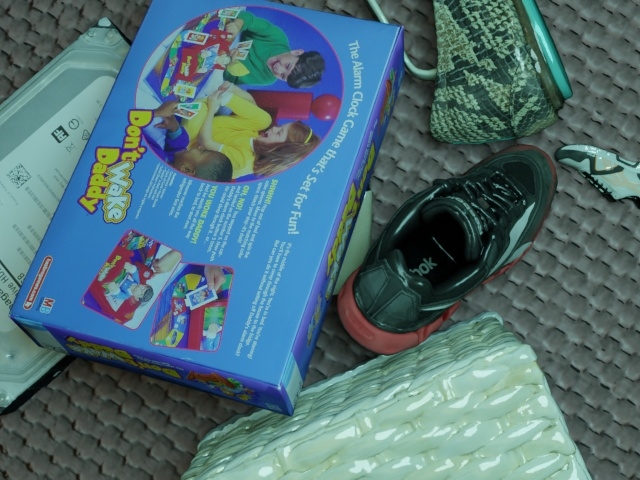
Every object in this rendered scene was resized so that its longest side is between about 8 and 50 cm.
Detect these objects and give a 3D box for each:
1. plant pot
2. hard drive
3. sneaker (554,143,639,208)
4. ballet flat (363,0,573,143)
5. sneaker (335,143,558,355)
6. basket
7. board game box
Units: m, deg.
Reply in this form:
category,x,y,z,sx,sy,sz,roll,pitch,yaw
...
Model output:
category,x,y,z,sx,sy,sz,roll,pitch,yaw
plant pot,0.000,0.000,1.000,0.109,0.109,0.096,-7,99,3
hard drive,-0.261,-0.023,1.034,0.339,0.064,0.237,-40,85,1
sneaker,0.277,-0.063,1.013,0.109,0.040,0.044,19,90,5
ballet flat,0.097,-0.322,0.994,0.182,0.164,0.483,-14,88,18
sneaker,0.133,-0.012,0.936,0.097,0.135,0.276,45,61,12
basket,0.078,0.270,0.895,0.331,0.266,0.328,-24,86,4
board game box,-0.085,-0.048,0.906,0.233,0.078,0.347,14,66,12
